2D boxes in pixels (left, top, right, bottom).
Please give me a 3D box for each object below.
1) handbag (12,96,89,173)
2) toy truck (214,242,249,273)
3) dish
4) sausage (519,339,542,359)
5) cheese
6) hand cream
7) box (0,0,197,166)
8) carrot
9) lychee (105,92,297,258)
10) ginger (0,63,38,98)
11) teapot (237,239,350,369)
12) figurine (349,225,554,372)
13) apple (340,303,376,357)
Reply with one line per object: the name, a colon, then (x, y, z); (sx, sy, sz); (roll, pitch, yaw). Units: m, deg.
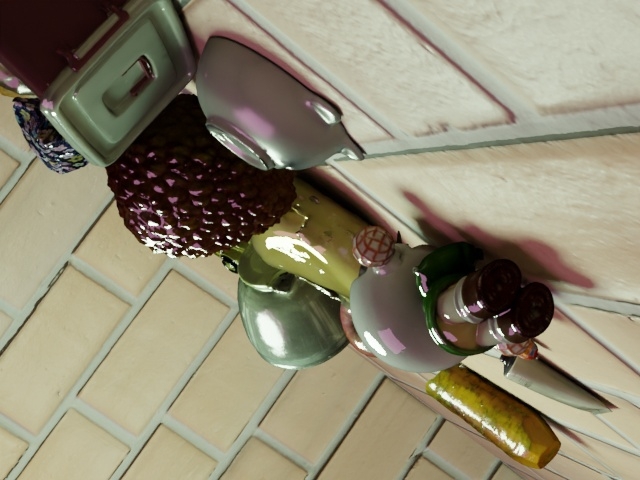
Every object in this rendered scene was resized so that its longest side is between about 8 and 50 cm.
handbag: (-0.363, -0.205, 1.687); (0.126, 0.208, 0.228); (49, 167, 8)
toy truck: (-0.242, -0.043, 2.421); (0.257, 0.127, 0.127); (33, 157, 14)
dish: (-0.065, -0.133, 1.277); (0.228, 0.086, 0.236); (37, 172, -12)
sausage: (0.277, 0.140, 1.638); (0.129, 0.034, 0.034); (34, 172, 8)
cheese: (0.000, 0.000, 1.679); (0.260, 0.128, 0.316); (19, 167, 28)
hand cream: (0.369, 0.229, 1.731); (0.186, 0.054, 0.087); (29, 167, 2)
box: (-0.276, -0.230, 1.272); (0.167, 0.193, 0.294); (43, 173, 8)
carrot: (0.370, 0.369, 2.323); (0.302, 0.114, 0.114); (35, 173, 30)
lychee: (-0.166, -0.086, 1.488); (0.271, 0.235, 0.236); (3, 158, 22)
ginger: (-0.519, -0.331, 1.735); (0.321, 0.172, 0.165); (40, -151, -34)
teapot: (-0.055, 0.067, 2.166); (0.240, 0.321, 0.239); (-9, 135, 17)
figurine: (0.155, 0.085, 1.382); (0.281, 0.167, 0.370); (33, 164, -15)
apple: (0.106, 0.124, 1.854); (0.120, 0.153, 0.153); (-14, -149, -40)
